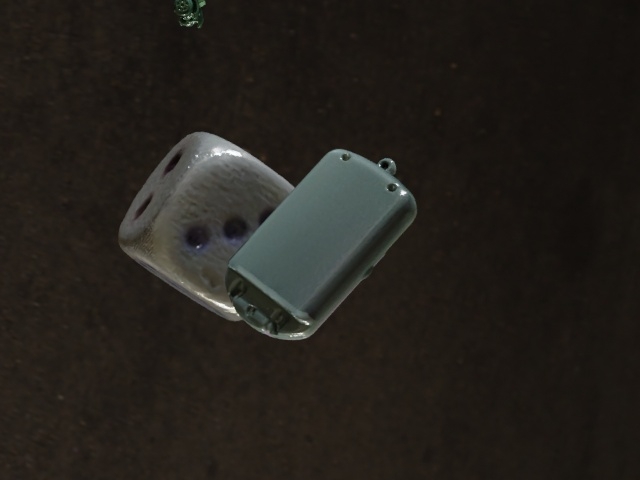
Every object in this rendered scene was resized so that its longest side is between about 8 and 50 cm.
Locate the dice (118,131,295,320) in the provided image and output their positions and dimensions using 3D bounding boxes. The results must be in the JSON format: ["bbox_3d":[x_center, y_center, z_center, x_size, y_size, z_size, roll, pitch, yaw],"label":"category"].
[{"bbox_3d":[-0.139,-0.019,1.834,0.193,0.194,0.192,37,83,-19],"label":"dice"}]

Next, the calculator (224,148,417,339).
[{"bbox_3d":[0.000,0.000,1.554,0.246,0.141,0.045,-49,146,-10],"label":"calculator"}]

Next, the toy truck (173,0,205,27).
[{"bbox_3d":[-0.210,-0.407,2.147,0.078,0.080,0.154,-25,86,-1],"label":"toy truck"}]
